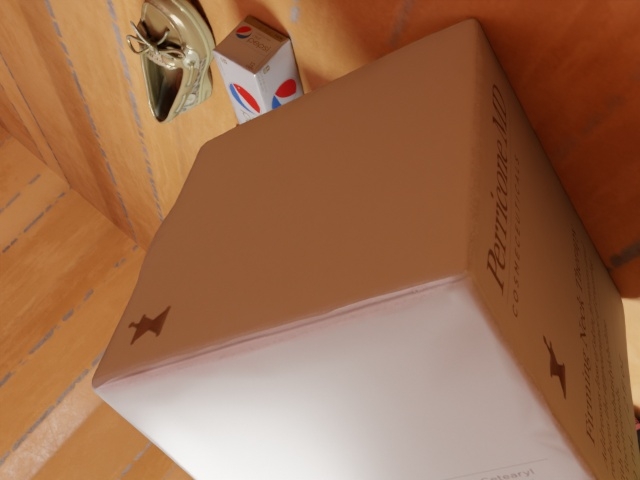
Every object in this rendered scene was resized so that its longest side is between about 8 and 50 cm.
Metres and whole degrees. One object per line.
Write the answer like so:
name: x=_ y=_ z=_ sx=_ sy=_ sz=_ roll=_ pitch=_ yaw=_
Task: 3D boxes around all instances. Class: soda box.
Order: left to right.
soda box: x=-0.068 y=-0.184 z=1.037 sx=0.074 sy=0.069 sz=0.216 roll=34 pitch=162 yaw=23

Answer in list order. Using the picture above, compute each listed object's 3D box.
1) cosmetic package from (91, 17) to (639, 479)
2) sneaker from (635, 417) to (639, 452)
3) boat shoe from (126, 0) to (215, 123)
cosmetic package: x=0.077 y=0.090 z=0.745 sx=0.327 sy=0.329 sz=0.394 roll=-19 pitch=126 yaw=28
sneaker: x=0.345 y=0.341 z=1.164 sx=0.112 sy=0.131 sz=0.319 roll=12 pitch=146 yaw=-45
boat shoe: x=-0.213 y=-0.257 z=1.137 sx=0.104 sy=0.089 sz=0.285 roll=38 pitch=163 yaw=12
